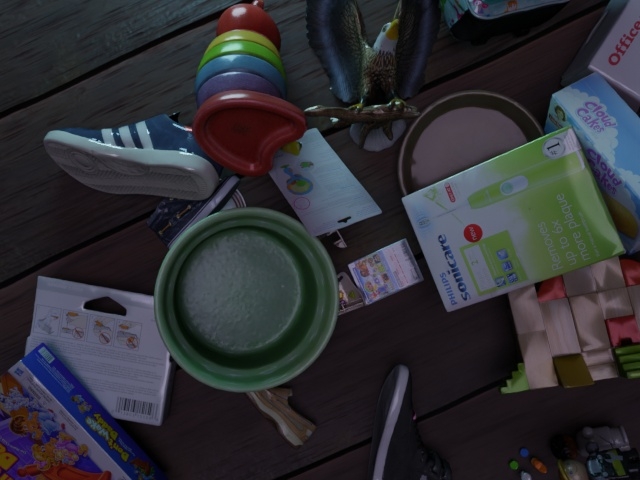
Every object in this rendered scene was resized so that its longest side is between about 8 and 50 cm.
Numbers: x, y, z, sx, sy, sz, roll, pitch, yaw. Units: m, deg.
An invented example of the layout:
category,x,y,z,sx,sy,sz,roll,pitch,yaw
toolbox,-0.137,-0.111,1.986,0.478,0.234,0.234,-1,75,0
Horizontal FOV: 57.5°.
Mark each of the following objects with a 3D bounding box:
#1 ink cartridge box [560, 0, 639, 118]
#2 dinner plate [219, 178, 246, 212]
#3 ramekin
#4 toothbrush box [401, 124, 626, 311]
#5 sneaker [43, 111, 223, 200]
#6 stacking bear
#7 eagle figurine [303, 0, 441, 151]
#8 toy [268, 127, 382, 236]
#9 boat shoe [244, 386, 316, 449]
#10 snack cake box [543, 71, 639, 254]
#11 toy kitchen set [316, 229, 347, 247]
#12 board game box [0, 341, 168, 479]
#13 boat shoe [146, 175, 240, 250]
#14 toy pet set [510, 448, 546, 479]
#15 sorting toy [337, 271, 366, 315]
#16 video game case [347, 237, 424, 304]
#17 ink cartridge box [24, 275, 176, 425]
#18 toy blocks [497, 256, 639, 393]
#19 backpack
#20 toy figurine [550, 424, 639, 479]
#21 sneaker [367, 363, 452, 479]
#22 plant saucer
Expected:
category,x,y,z,sx,sy,sz,roll,pitch,yaw
ink cartridge box,0.628,-0.301,1.025,0.307,0.129,0.223,33,92,0
dinner plate,-0.208,-0.049,1.104,0.141,0.017,0.141,0,93,2
ramekin,-0.131,0.095,1.014,0.303,0.148,0.304,0,92,-14
toothbrush box,0.309,-0.031,0.951,0.283,0.122,0.206,-22,86,26
sneaker,-0.326,-0.171,1.062,0.349,0.131,0.148,12,57,13
stacking bear,-0.127,-0.285,0.995,0.164,0.175,0.289,19,52,-30
eagle figurine,0.100,-0.328,1.028,0.226,0.225,0.298,22,56,-38
toy,-0.013,-0.096,1.031,0.136,0.056,0.237,-20,58,-21
boat shoe,-0.083,0.301,1.098,0.072,0.068,0.190,-42,101,-10
snack cake box,0.486,-0.127,0.969,0.089,0.152,0.264,-27,62,1
toy kitchen set,0.000,0.000,1.068,0.075,0.083,0.068,-31,91,2
board game box,-0.482,0.391,1.055,0.233,0.078,0.347,-37,99,11
boat shoe,-0.234,-0.068,1.062,0.083,0.065,0.183,44,91,1
toy pet set,0.397,0.482,1.106,0.122,0.065,0.114,-50,56,-1
sorting toy,0.035,0.101,1.096,0.083,0.045,0.075,-21,85,2
video game case,0.123,0.060,1.106,0.122,0.011,0.087,-24,92,2
ink cartridge box,-0.407,0.203,1.096,0.275,0.060,0.239,10,91,1
toy blocks,0.482,0.108,1.035,0.381,0.191,0.261,-11,79,11
backpack,0.304,-0.498,0.999,0.225,0.191,0.254,-16,83,-11
toy figurine,0.491,0.442,1.020,0.148,0.213,0.210,-18,89,18
sneaker,0.174,0.375,1.076,0.146,0.104,0.296,8,98,-1
plant saucer,0.280,-0.135,1.076,0.277,0.041,0.278,0,93,3
